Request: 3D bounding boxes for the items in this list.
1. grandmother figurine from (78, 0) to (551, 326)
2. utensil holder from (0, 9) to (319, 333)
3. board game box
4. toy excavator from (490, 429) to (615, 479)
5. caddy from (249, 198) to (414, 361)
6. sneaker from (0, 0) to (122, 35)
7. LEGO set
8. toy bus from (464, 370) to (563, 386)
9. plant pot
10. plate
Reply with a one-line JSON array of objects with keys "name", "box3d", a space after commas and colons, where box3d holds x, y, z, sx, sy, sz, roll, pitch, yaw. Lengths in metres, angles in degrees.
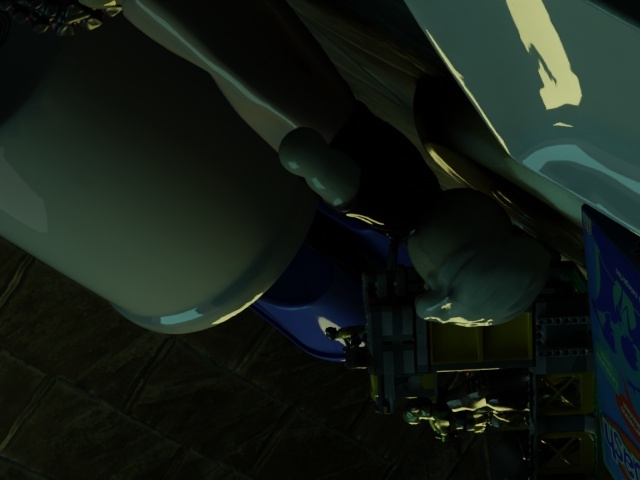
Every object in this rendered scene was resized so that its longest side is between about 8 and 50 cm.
[{"name": "grandmother figurine", "box3d": [0.008, -0.068, 0.753, 0.342, 0.104, 0.208, 41, -157, -8]}, {"name": "utensil holder", "box3d": [-0.234, -0.120, 1.295, 0.328, 0.327, 0.385, 34, 176, 43]}, {"name": "board game box", "box3d": [0.199, 0.097, 0.627, 0.160, 0.047, 0.210, -116, 9, -53]}, {"name": "toy excavator", "box3d": [0.432, 0.307, 1.122, 0.445, 0.433, 0.222, 65, 167, -21]}, {"name": "caddy", "box3d": [0.000, 0.000, 1.470, 0.341, 0.241, 0.179, 35, 175, 42]}, {"name": "sneaker", "box3d": [-0.244, -0.258, 0.775, 0.299, 0.121, 0.112, 47, -159, -48]}, {"name": "LEGO set", "box3d": [0.102, 0.106, 0.955, 0.192, 0.254, 0.331, -3, -156, 1]}, {"name": "toy bus", "box3d": [0.271, 0.111, 1.620, 0.104, 0.190, 0.202, -24, 137, 36]}, {"name": "plant pot", "box3d": [0.154, -0.027, 0.809, 0.236, 0.032, 0.236, 34, 180, 0]}, {"name": "plate", "box3d": [0.159, -0.021, 0.407, 0.277, 0.045, 0.278, 34, 179, 25]}]
